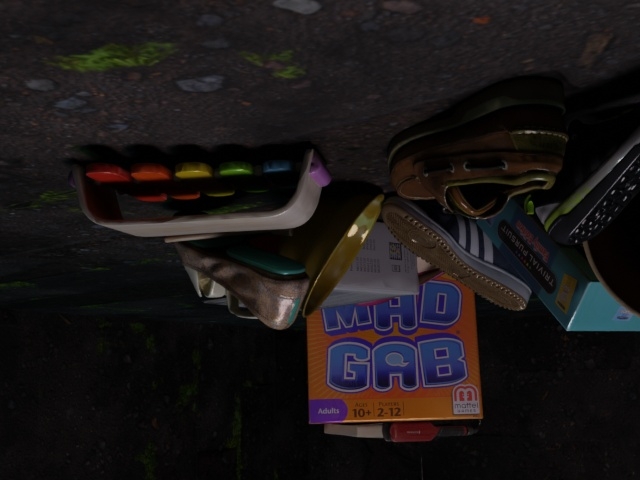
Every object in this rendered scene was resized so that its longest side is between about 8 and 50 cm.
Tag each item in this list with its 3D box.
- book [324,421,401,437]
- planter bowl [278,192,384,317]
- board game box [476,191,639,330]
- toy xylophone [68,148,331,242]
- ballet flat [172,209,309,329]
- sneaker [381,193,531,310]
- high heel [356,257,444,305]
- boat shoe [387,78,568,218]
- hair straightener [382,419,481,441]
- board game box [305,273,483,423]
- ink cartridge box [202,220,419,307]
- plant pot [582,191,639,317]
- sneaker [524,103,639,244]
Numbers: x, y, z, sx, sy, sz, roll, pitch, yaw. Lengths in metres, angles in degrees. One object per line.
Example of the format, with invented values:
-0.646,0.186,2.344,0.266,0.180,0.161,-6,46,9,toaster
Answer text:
0.092,0.403,1.724,0.144,0.035,0.096,10,167,-44,book
0.000,0.000,1.198,0.090,0.217,0.217,33,175,11,planter bowl
0.422,0.019,1.110,0.336,0.079,0.254,2,-149,-21,board game box
-0.146,-0.052,1.038,0.323,0.081,0.236,-2,173,0,toy xylophone
-0.136,0.045,1.174,0.107,0.106,0.316,-6,-159,-36,ballet flat
0.232,-0.025,1.261,0.282,0.153,0.099,34,161,-15,sneaker
0.173,0.064,1.566,0.244,0.082,0.117,-20,-178,-13,high heel
0.154,-0.076,0.888,0.111,0.104,0.307,1,169,-16,boat shoe
0.236,0.400,1.726,0.230,0.047,0.089,-2,169,-21,hair straightener
0.148,0.223,1.825,0.356,0.356,0.356,-2,170,1,board game box
-0.026,0.047,1.463,0.272,0.130,0.309,7,167,-39,ink cartridge box
0.439,-0.030,0.931,0.237,0.237,0.254,-7,-178,26,plant pot
0.283,-0.096,0.797,0.084,0.097,0.234,1,138,-43,sneaker
